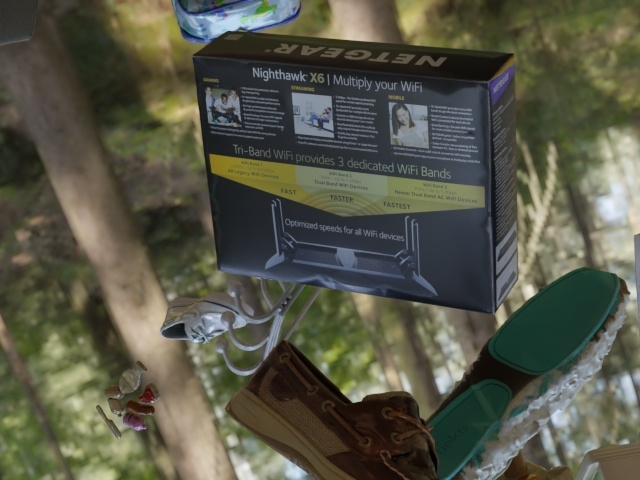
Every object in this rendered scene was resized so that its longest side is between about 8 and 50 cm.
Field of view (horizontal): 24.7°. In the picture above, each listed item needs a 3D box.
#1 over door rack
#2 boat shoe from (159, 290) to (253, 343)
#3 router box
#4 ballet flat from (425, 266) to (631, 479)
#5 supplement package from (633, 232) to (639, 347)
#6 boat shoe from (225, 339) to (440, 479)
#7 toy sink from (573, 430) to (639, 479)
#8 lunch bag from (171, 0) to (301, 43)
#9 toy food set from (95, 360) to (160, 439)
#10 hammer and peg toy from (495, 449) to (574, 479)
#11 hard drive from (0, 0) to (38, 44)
[{"bbox_3d":[0.000,0.000,1.727,0.324,0.108,0.239,-43,171,-19],"label":"over door rack"},{"bbox_3d":[-0.193,0.140,2.463,0.226,0.083,0.076,-10,-133,57],"label":"boat shoe"},{"bbox_3d":[0.036,-0.070,1.435,0.309,0.243,0.081,9,-150,23],"label":"router box"},{"bbox_3d":[0.255,0.206,1.922,0.409,0.147,0.147,-43,-155,-15],"label":"ballet flat"},{"bbox_3d":[0.414,0.076,1.447,0.149,0.194,0.203,-2,-176,29],"label":"supplement package"},{"bbox_3d":[0.055,0.203,1.458,0.342,0.123,0.123,29,-98,40],"label":"boat shoe"},{"bbox_3d":[0.373,0.315,1.710,0.131,0.153,0.234,-7,-123,-9],"label":"toy sink"},{"bbox_3d":[-0.122,-0.370,1.926,0.176,0.090,0.219,-16,-117,-6],"label":"lunch bag"},{"bbox_3d":[-0.252,0.218,1.978,0.122,0.078,0.019,-40,173,38],"label":"toy food set"},{"bbox_3d":[0.198,0.425,2.093,0.361,0.127,0.266,-22,-170,-14],"label":"hammer and peg toy"},{"bbox_3d":[-0.391,-0.363,1.802,0.054,0.255,0.172,9,-167,9],"label":"hard drive"}]
